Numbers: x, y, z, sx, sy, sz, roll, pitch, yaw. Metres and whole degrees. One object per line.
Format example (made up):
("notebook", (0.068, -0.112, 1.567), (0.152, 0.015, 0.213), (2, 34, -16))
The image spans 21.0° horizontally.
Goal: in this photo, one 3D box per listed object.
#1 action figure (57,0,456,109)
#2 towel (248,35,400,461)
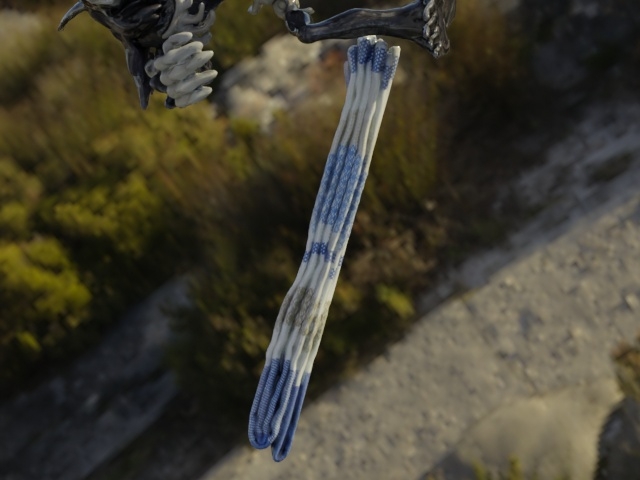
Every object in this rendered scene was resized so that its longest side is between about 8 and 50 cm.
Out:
("action figure", (-0.061, -0.167, 1.084), (0.275, 0.164, 0.141), (-3, 4, 16))
("towel", (0.000, 0.000, 1.193), (0.209, 0.034, 0.285), (-86, 11, -88))
